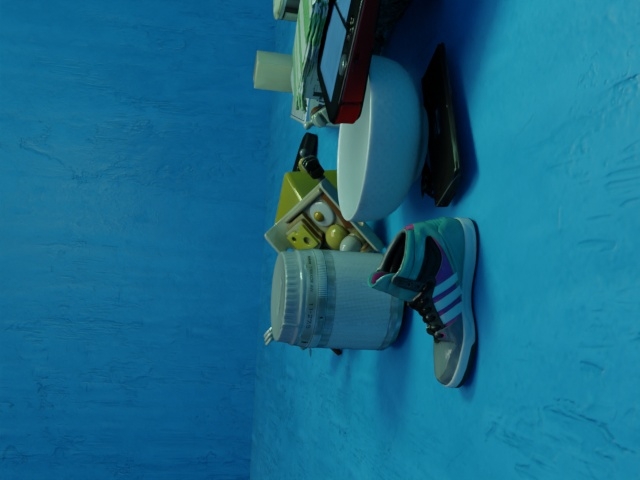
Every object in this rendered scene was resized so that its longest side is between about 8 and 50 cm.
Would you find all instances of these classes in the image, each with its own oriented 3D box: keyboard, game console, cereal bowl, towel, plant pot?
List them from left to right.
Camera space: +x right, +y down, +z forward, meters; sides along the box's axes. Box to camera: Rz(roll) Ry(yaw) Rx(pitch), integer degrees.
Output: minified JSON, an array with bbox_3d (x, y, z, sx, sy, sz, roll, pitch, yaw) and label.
[{"bbox_3d":[-0.029,-0.500,1.602,0.325,0.038,0.248,104,165,-53],"label":"towel"},{"bbox_3d":[0.008,-0.058,1.899,0.187,0.212,0.212,-116,31,-43],"label":"plant pot"},{"bbox_3d":[0.052,-0.444,1.348,0.386,0.060,0.342,-100,16,-57],"label":"game console"},{"bbox_3d":[0.131,-0.202,1.385,0.339,0.141,0.339,-175,90,-81],"label":"cereal bowl"},{"bbox_3d":[0.229,-0.207,1.317,0.201,0.033,0.317,111,161,-61],"label":"keyboard"}]

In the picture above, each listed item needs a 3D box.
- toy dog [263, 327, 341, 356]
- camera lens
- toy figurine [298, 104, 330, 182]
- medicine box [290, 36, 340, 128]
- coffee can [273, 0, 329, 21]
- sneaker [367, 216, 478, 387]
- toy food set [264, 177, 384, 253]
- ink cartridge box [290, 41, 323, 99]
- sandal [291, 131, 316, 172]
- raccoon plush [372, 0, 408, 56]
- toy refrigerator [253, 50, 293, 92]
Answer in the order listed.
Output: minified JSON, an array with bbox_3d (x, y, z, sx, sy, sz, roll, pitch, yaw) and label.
[{"bbox_3d":[0.002,0.249,1.877,0.220,0.161,0.334,-45,-12,10],"label":"toy dog"},{"bbox_3d":[0.040,0.131,1.501,0.219,0.274,0.219,-176,90,-78],"label":"camera lens"},{"bbox_3d":[0.054,-0.243,1.714,0.148,0.210,0.213,-113,30,-75],"label":"toy figurine"},{"bbox_3d":[0.009,-0.498,2.121,0.289,0.149,0.263,-129,44,-71],"label":"medicine box"},{"bbox_3d":[0.023,-0.684,1.833,0.201,0.275,0.201,-176,90,-77],"label":"coffee can"},{"bbox_3d":[0.170,0.101,1.153,0.124,0.178,0.295,157,116,-76],"label":"sneaker"},{"bbox_3d":[0.000,0.000,1.711,0.092,0.220,0.306,-45,4,-41],"label":"toy food set"},{"bbox_3d":[0.032,-0.470,1.873,0.153,0.208,0.087,109,160,-50],"label":"ink cartridge box"},{"bbox_3d":[-0.069,-0.182,2.528,0.167,0.107,0.445,-170,97,-78],"label":"sandal"},{"bbox_3d":[0.115,-0.509,1.582,0.446,0.216,0.299,-111,20,-62],"label":"raccoon plush"},{"bbox_3d":[-0.089,-0.571,2.307,0.094,0.270,0.102,-100,18,-46],"label":"toy refrigerator"}]
